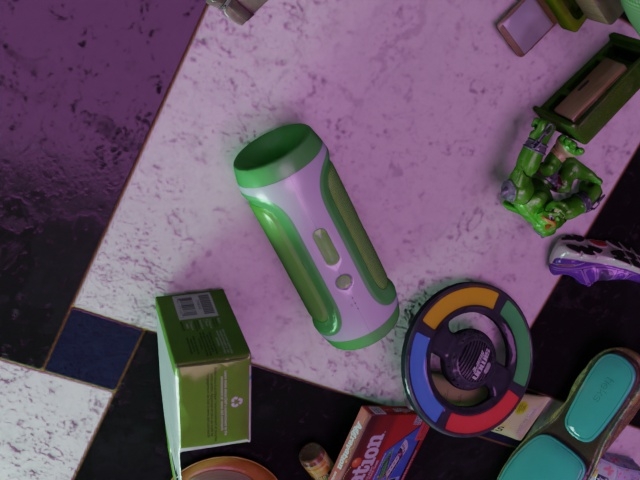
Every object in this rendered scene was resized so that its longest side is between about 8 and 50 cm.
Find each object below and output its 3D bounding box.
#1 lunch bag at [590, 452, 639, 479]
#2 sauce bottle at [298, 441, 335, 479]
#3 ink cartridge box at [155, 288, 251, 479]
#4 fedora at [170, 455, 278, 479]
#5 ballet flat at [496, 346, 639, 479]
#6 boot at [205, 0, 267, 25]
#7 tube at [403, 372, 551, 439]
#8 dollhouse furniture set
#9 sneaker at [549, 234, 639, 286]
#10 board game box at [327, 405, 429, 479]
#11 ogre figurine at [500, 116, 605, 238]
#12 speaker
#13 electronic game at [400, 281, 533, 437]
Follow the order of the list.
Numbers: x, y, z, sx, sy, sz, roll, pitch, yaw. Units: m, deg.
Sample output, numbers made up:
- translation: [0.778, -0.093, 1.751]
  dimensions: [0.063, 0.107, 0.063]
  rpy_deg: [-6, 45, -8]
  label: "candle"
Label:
- translation: [0.491, 0.402, 1.548]
  dimensions: [0.083, 0.053, 0.071]
  rpy_deg: [17, 105, -12]
  label: "lunch bag"
- translation: [0.011, 0.360, 1.397]
  dimensions: [0.042, 0.042, 0.128]
  rpy_deg: [-33, 124, 0]
  label: "sauce bottle"
- translation: [-0.155, 0.220, 1.212]
  dimensions: [0.097, 0.189, 0.255]
  rpy_deg: [-6, 115, -15]
  label: "ink cartridge box"
- translation: [-0.143, 0.413, 1.357]
  dimensions: [0.194, 0.079, 0.194]
  rpy_deg: [-5, 113, -13]
  label: "fedora"
- translation: [0.411, 0.320, 1.466]
  dimensions: [0.123, 0.123, 0.348]
  rpy_deg: [26, 105, -24]
  label: "ballet flat"
- translation: [-0.076, -0.298, 1.101]
  dimensions: [0.118, 0.042, 0.087]
  rpy_deg: [26, 110, -23]
  label: "boot"
- translation: [0.243, 0.254, 1.413]
  dimensions: [0.240, 0.070, 0.062]
  rpy_deg: [18, 66, -26]
  label: "tube"
- translation: [0.359, -0.215, 1.108]
  dimensions: [0.151, 0.301, 0.197]
  rpy_deg: [-44, 119, 2]
  label: "dollhouse furniture set"
- translation: [0.422, 0.038, 1.379]
  dimensions: [0.170, 0.068, 0.071]
  rpy_deg: [12, 124, -11]
  label: "sneaker"
- translation: [0.066, 0.378, 1.402]
  dimensions: [0.145, 0.027, 0.281]
  rpy_deg: [10, 110, -40]
  label: "board game box"
- translation: [0.320, -0.075, 1.276]
  dimensions: [0.118, 0.097, 0.197]
  rpy_deg: [-51, 152, 2]
  label: "ogre figurine"
- translation: [0.000, 0.000, 1.196]
  dimensions: [0.131, 0.131, 0.296]
  rpy_deg: [-29, 117, -3]
  label: "speaker"
- translation: [0.218, 0.175, 1.339]
  dimensions: [0.229, 0.048, 0.229]
  rpy_deg: [-1, 92, -27]
  label: "electronic game"
